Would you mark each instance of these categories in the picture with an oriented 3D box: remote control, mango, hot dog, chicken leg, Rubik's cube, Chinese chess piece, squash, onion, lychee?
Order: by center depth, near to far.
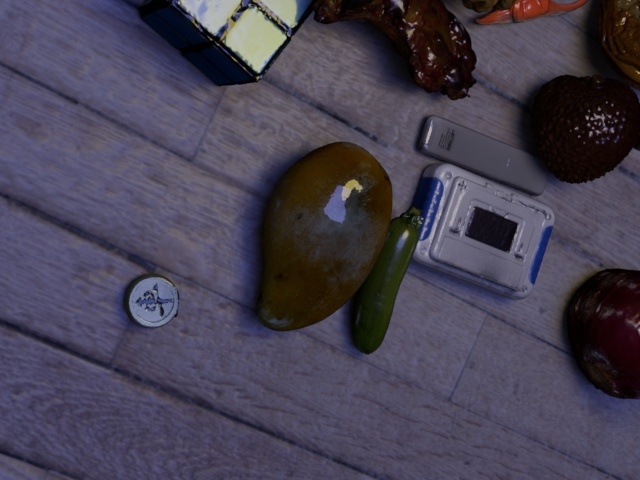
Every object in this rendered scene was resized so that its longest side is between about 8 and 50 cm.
[{"bbox_3d":[-0.132,-0.347,1.579,0.183,0.167,0.180,42,78,-22],"label":"Rubik's cube"},{"bbox_3d":[-0.255,0.092,1.641,0.084,0.034,0.084,-2,95,-21],"label":"Chinese chess piece"},{"bbox_3d":[0.118,-0.330,1.668,0.407,0.096,0.158,17,70,-51],"label":"chicken leg"},{"bbox_3d":[0.000,0.000,1.680,0.193,0.146,0.316,22,93,-15],"label":"mango"},{"bbox_3d":[0.101,0.064,1.751,0.069,0.069,0.258,13,102,-23],"label":"squash"},{"bbox_3d":[0.447,-0.192,1.824,0.194,0.194,0.194,-2,96,-22],"label":"lychee"},{"bbox_3d":[0.280,-0.144,1.845,0.261,0.029,0.067,18,88,-25],"label":"remote control"},{"bbox_3d":[0.560,-0.348,1.867,0.175,0.114,0.259,24,60,-35],"label":"hot dog"},{"bbox_3d":[0.555,0.153,1.886,0.216,0.206,0.207,-43,109,-14],"label":"onion"}]

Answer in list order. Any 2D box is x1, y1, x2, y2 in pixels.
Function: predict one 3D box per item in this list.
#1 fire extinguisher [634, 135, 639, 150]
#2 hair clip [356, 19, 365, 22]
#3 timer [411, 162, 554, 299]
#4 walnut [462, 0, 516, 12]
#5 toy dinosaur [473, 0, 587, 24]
[{"bbox_3d":[0.608,-0.172,1.977,0.083,0.025,0.038,8,130,-23],"label":"fire extinguisher"},{"bbox_3d":[0.053,-0.437,1.702,0.257,0.075,0.146,35,77,-26],"label":"hair clip"},{"bbox_3d":[0.271,-0.013,1.824,0.253,0.078,0.178,19,87,-22],"label":"timer"},{"bbox_3d":[0.257,-0.428,1.754,0.143,0.170,0.069,-11,143,-19],"label":"walnut"},{"bbox_3d":[0.363,-0.413,1.838,0.279,0.055,0.101,-24,121,-19],"label":"toy dinosaur"}]
